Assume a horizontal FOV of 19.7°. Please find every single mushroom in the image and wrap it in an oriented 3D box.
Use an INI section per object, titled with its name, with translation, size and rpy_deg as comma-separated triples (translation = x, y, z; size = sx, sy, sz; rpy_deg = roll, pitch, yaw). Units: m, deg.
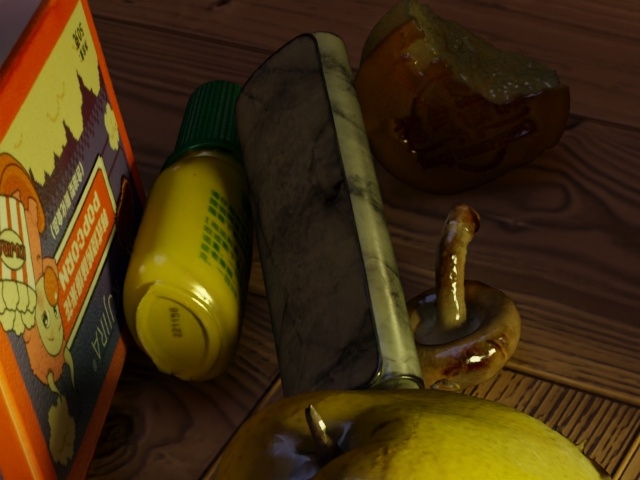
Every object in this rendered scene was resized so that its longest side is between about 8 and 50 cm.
[mushroom]
translation = 0.095, 0.042, 1.226
size = 0.088, 0.073, 0.129
rpy_deg = 7, 79, 43

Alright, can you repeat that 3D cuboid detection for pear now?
[pear]
translation = 0.034, 0.168, 1.008
size = 0.267, 0.178, 0.267
rpy_deg = -9, 62, 17

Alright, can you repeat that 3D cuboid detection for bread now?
[bread]
translation = 0.095, -0.099, 1.350
size = 0.156, 0.125, 0.086
rpy_deg = 21, 33, -12

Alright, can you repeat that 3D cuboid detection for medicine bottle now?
[medicine bottle]
translation = -0.085, -0.023, 1.342
size = 0.076, 0.111, 0.309
rpy_deg = -12, 32, 13

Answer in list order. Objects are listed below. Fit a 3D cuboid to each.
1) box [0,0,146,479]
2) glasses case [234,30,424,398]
[box]
translation = -0.307, 0.018, 1.200
size = 0.318, 0.257, 0.349
rpy_deg = -7, 29, 10
[glasses case]
translation = 0.000, 0.000, 1.253
size = 0.114, 0.060, 0.299
rpy_deg = -45, 42, 36
